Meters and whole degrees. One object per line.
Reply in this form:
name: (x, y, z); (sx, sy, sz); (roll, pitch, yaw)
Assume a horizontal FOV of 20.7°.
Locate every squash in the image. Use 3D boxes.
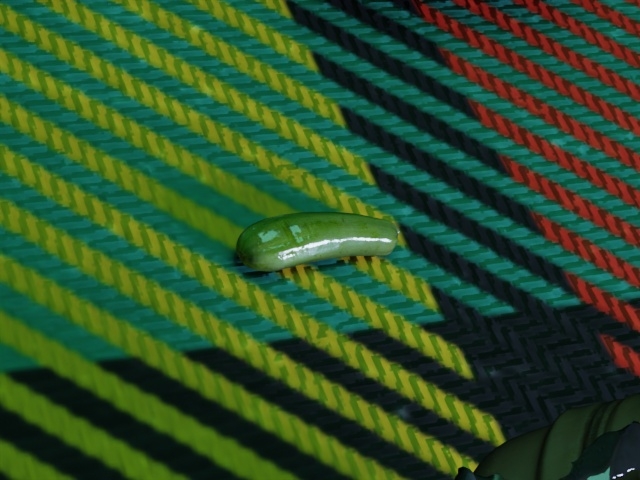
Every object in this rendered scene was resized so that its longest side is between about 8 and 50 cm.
squash: (0.000, -0.001, 0.850); (0.089, 0.027, 0.027); (-8, 53, -32)

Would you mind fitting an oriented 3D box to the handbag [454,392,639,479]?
handbag: (0.118, 0.181, 0.565); (0.283, 0.149, 0.302); (50, 36, -32)
